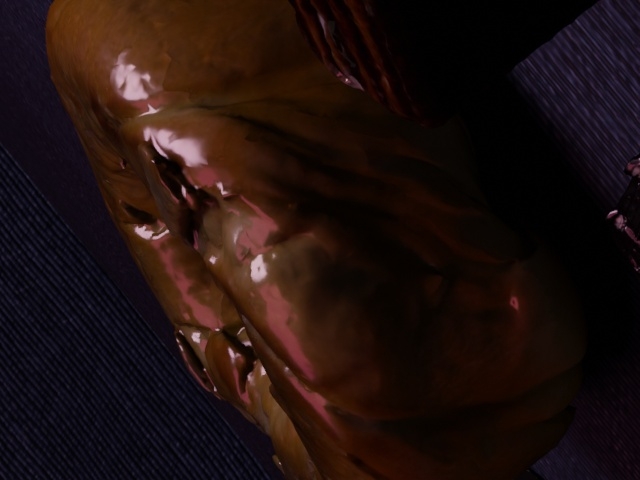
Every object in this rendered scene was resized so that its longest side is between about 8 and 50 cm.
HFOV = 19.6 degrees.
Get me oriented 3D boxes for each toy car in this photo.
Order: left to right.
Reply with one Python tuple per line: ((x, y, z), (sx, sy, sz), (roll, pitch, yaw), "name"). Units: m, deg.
((0.140, -0.011, 0.747), (0.041, 0.025, 0.093), (49, 165, 17), "toy car")

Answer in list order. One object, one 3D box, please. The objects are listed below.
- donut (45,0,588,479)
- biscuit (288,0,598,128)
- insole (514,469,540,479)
((0.000, 0.000, 0.973), (0.360, 0.170, 0.360), (54, 168, 17), "donut")
((-0.009, -0.203, 0.532), (0.073, 0.107, 0.388), (38, 162, 47), "biscuit")
((0.236, 0.277, 1.287), (0.322, 0.007, 0.109), (49, 168, 11), "insole")
